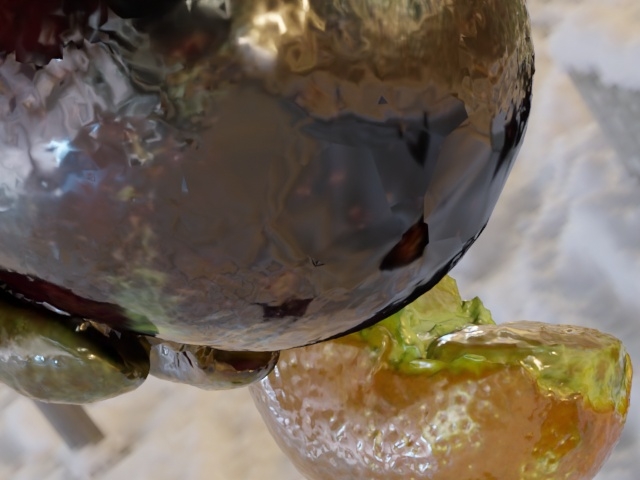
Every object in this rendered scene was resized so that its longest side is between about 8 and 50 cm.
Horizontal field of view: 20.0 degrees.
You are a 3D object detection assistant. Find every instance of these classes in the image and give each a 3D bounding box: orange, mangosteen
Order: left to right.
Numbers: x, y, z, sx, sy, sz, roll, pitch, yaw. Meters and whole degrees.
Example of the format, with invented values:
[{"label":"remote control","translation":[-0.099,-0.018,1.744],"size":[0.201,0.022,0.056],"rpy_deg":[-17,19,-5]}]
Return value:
[{"label":"mangosteen","translation":[-0.053,-0.064,0.756],"size":[0.288,0.288,0.288],"rpy_deg":[-31,19,12]},{"label":"orange","translation":[0.060,0.085,1.058],"size":[0.237,0.158,0.179],"rpy_deg":[27,19,25]}]
